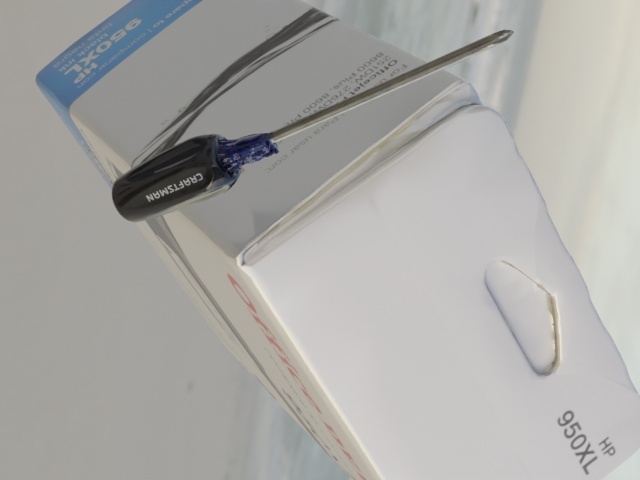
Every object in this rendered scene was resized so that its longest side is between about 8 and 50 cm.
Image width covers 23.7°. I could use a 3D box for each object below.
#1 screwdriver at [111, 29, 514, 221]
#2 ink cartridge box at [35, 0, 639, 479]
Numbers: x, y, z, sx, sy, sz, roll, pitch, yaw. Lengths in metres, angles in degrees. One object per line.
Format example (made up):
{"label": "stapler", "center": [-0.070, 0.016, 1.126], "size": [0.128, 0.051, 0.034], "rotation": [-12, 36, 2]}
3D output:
{"label": "screwdriver", "center": [-0.006, -0.037, 0.537], "size": [0.024, 0.170, 0.025], "rotation": [0, 76, -59]}
{"label": "ink cartridge box", "center": [0.000, 0.000, 1.000], "size": [0.285, 0.166, 0.395], "rotation": [57, -10, -30]}
